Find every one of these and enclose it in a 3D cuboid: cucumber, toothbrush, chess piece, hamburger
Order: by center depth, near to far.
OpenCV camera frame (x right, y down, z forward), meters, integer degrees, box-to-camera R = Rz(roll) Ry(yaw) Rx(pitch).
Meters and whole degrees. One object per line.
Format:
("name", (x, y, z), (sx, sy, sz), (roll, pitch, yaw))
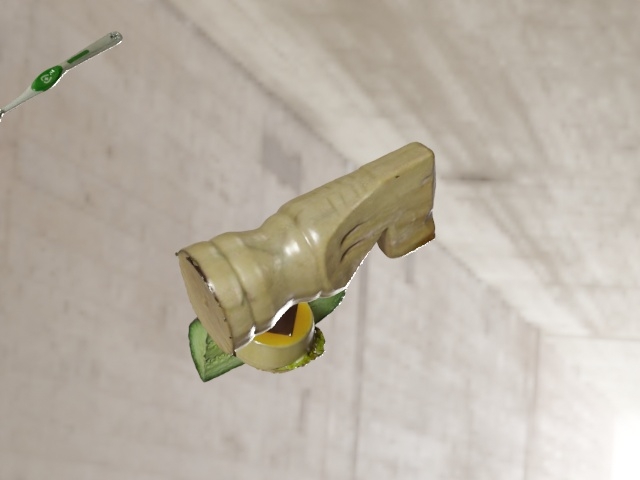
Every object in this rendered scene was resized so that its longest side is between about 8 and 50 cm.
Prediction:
("chess piece", (0.000, 0.000, 1.783), (0.137, 0.301, 0.137), (54, 163, 25))
("hamburger", (-0.062, 0.126, 2.281), (0.081, 0.141, 0.126), (103, 161, -46))
("cucumber", (-0.076, 0.104, 2.395), (0.063, 0.244, 0.115), (53, 156, 38))
("toothbrush", (-0.418, -0.250, 2.570), (0.304, 0.030, 0.030), (-39, -45, -35))
